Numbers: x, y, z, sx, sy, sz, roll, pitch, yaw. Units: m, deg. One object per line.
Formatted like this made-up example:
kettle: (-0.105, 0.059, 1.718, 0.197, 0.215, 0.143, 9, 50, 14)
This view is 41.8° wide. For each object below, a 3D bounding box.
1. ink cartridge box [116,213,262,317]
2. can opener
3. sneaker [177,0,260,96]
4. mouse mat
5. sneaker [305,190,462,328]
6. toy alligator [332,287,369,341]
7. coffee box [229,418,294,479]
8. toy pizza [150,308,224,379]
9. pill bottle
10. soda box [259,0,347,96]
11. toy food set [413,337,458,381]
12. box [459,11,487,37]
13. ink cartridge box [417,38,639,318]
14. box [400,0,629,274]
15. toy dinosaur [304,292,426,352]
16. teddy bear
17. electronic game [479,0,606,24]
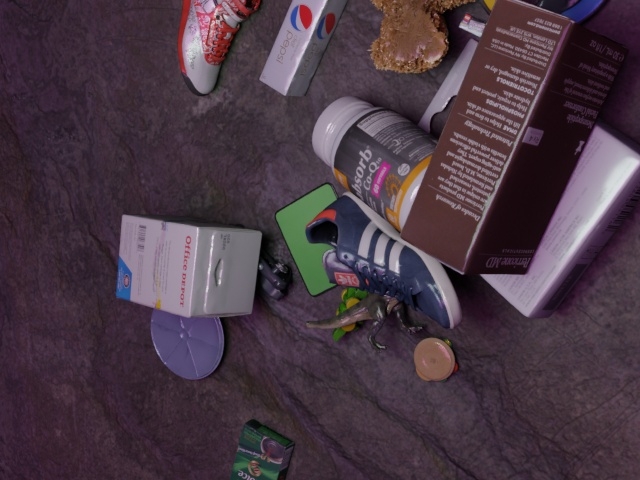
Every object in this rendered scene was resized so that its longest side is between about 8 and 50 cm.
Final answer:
ink cartridge box: (-0.259, 0.046, 1.638, 0.232, 0.168, 0.171, 11, 96, 41)
can opener: (-0.126, 0.034, 1.672, 0.073, 0.059, 0.186, -44, 74, 14)
sneaker: (-0.194, -0.417, 1.625, 0.145, 0.090, 0.270, 6, 98, 32)
mouse mat: (0.000, 0.000, 1.625, 0.152, 0.007, 0.190, -28, 82, 30)
sneaker: (0.096, 0.053, 1.433, 0.350, 0.148, 0.131, 46, 160, 44)
toy alligator: (0.070, 0.108, 1.578, 0.051, 0.056, 0.190, 12, 107, -15)
coffee box: (-0.128, 0.481, 1.753, 0.113, 0.040, 0.184, 24, 109, 25)
toy pizza: (-0.284, 0.200, 1.807, 0.201, 0.032, 0.201, 6, 101, 30)
pill bottle: (0.118, -0.129, 1.419, 0.278, 0.162, 0.162, 40, 116, 38)
soda box: (-0.029, -0.376, 1.544, 0.069, 0.074, 0.216, 35, 113, 22)
toy food set: (0.209, 0.217, 1.527, 0.082, 0.020, 0.083, -4, 95, 30)
box: (0.286, -0.323, 1.331, 0.094, 0.137, 0.027, 32, 109, 22)
ink cartridge box: (0.318, -0.108, 1.399, 0.385, 0.091, 0.308, 48, 119, 35)
box: (0.284, -0.144, 1.242, 0.143, 0.191, 0.381, 35, 112, 37)
toy dinosaur: (0.115, 0.132, 1.523, 0.268, 0.064, 0.118, -31, 82, 6)
teddy bear: (0.174, -0.446, 1.410, 0.245, 0.113, 0.338, -14, 83, 24)
electronic game: (0.345, -0.425, 1.280, 0.229, 0.048, 0.229, 3, 121, 4)
